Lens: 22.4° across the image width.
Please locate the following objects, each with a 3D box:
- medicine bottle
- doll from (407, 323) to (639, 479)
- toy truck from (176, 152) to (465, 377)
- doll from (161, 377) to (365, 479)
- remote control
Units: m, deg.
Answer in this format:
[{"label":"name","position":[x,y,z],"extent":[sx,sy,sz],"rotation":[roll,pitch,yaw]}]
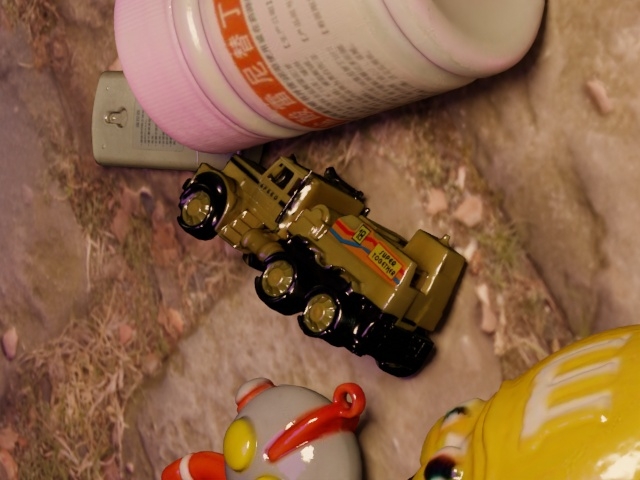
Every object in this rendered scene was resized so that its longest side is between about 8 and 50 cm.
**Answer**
[{"label":"medicine bottle","position":[0.002,-0.195,1.318],"extent":[0.315,0.202,0.202],"rotation":[-15,78,43]},{"label":"doll","position":[0.222,0.142,1.069],"extent":[0.423,0.161,0.348],"rotation":[-44,15,0]},{"label":"toy truck","position":[-0.004,0.003,1.375],"extent":[0.257,0.127,0.127],"rotation":[33,96,40]},{"label":"doll","position":[-0.059,0.236,1.421],"extent":[0.336,0.105,0.200],"rotation":[-49,57,32]},{"label":"remote control","position":[-0.140,-0.116,1.563],"extent":[0.233,0.038,0.098],"rotation":[5,91,45]}]
